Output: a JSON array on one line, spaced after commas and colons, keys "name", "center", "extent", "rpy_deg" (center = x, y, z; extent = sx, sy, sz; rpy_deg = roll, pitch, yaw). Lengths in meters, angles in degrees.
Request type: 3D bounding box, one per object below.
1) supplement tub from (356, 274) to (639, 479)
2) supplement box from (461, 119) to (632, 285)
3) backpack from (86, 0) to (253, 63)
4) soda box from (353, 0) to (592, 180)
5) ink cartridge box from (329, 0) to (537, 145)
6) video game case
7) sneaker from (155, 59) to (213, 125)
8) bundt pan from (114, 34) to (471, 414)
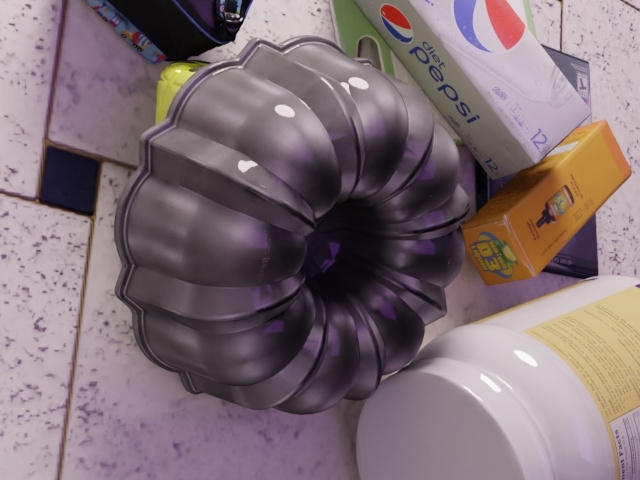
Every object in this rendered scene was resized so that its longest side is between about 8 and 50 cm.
[{"name": "supplement tub", "center": [0.221, 0.179, 1.089], "extent": [0.331, 0.241, 0.241], "rpy_deg": [-15, 91, -41]}, {"name": "supplement box", "center": [0.250, -0.044, 1.237], "extent": [0.233, 0.080, 0.078], "rpy_deg": [-40, 106, -40]}, {"name": "backpack", "center": [-0.119, -0.262, 0.970], "extent": [0.158, 0.117, 0.173], "rpy_deg": [41, 58, -27]}, {"name": "soda box", "center": [0.140, -0.204, 1.136], "extent": [0.091, 0.098, 0.286], "rpy_deg": [-41, 96, -18]}, {"name": "ink cartridge box", "center": [0.125, -0.185, 1.208], "extent": [0.235, 0.056, 0.171], "rpy_deg": [-9, 86, -17]}, {"name": "video game case", "center": [0.254, -0.101, 1.318], "extent": [0.196, 0.026, 0.274], "rpy_deg": [10, 74, -39]}, {"name": "sneaker", "center": [-0.038, -0.081, 1.031], "extent": [0.295, 0.109, 0.124], "rpy_deg": [11, 101, -43]}, {"name": "bundt pan", "center": [0.000, 0.000, 0.934], "extent": [0.330, 0.124, 0.331], "rpy_deg": [-15, 114, -36]}]
